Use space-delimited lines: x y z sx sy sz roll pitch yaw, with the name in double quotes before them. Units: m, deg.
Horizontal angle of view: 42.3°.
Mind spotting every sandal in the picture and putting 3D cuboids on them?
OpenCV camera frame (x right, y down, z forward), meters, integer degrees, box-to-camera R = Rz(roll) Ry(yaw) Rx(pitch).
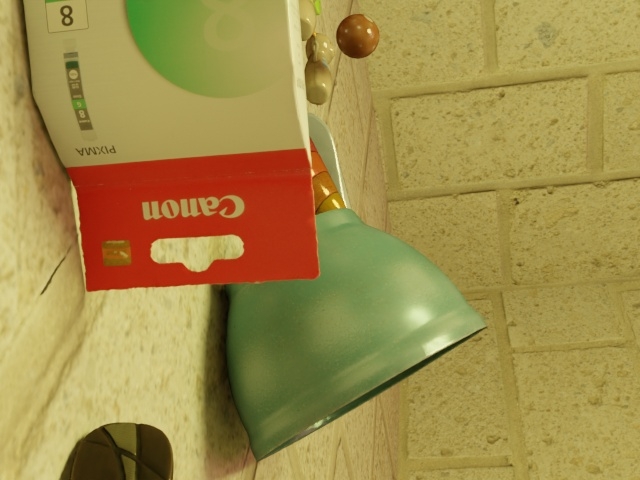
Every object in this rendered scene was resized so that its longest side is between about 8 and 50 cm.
"sandal" -0.141 0.208 0.516 0.219 0.090 0.060 -93 -166 -56

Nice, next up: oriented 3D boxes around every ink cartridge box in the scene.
"ink cartridge box" -0.099 -0.077 0.558 0.056 0.181 0.224 -21 108 -79

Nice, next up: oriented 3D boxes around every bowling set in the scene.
"bowling set" -0.023 -0.260 1.070 0.154 0.200 0.287 -89 172 -47

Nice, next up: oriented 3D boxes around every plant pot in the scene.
"plant pot" 0.011 0.088 0.931 0.196 0.293 0.293 60 5 12

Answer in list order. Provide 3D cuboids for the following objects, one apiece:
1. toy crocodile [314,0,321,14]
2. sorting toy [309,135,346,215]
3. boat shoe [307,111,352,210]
"toy crocodile" -0.070 -0.465 1.125 0.105 0.115 0.340 -70 151 -59
"sorting toy" -0.033 -0.088 0.966 0.127 0.126 0.365 -49 163 -4
"boat shoe" -0.009 0.000 1.244 0.156 0.136 0.367 59 18 -87
